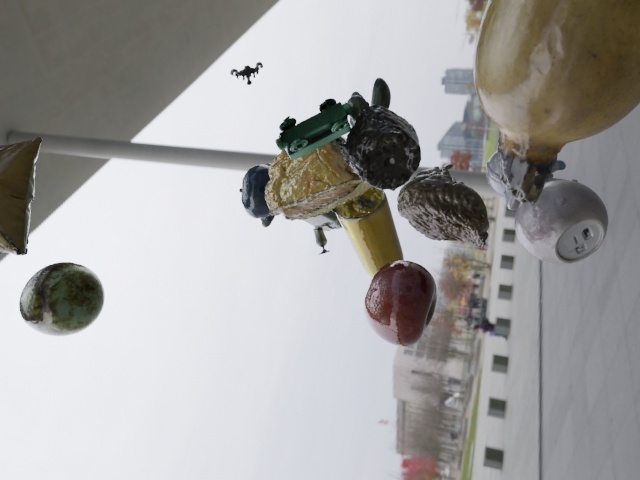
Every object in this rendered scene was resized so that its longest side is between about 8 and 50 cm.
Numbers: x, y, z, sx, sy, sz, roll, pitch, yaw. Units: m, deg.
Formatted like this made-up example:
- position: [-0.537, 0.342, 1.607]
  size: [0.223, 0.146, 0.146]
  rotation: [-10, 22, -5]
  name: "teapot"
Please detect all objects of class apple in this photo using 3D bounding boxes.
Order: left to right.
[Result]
- position: [0.143, 0.110, 0.973]
  size: [0.153, 0.120, 0.153]
  rotation: [-50, -31, -45]
  name: "apple"

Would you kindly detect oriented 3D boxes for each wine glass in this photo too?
- position: [0.000, 0.000, 1.643]
  size: [0.039, 0.042, 0.083]
  rotation: [-156, 49, -78]
  name: "wine glass"

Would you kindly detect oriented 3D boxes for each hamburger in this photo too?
- position: [-0.003, -0.197, 1.449]
  size: [0.162, 0.330, 0.208]
  rotation: [5, -109, -49]
  name: "hamburger"

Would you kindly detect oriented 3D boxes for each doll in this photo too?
- position: [-0.189, -0.159, 1.843]
  size: [0.258, 0.154, 0.228]
  rotation: [5, -90, -66]
  name: "doll"
- position: [0.385, -0.081, 0.965]
  size: [0.287, 0.151, 0.150]
  rotation: [-106, 8, -51]
  name: "doll"

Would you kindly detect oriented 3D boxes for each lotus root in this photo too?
- position: [0.243, -0.185, 0.536]
  size: [0.183, 0.183, 0.309]
  rotation: [-48, -23, -63]
  name: "lotus root"

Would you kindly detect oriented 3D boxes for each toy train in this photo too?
- position: [-0.012, -0.228, 1.112]
  size: [0.070, 0.172, 0.099]
  rotation: [62, 176, 13]
  name: "toy train"

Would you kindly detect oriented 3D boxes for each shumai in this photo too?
- position: [0.313, -0.109, 1.311]
  size: [0.185, 0.218, 0.184]
  rotation: [-65, -26, -26]
  name: "shumai"

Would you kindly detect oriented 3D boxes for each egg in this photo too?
- position: [-0.844, 0.193, 1.748]
  size: [0.238, 0.290, 0.238]
  rotation: [39, -137, -50]
  name: "egg"

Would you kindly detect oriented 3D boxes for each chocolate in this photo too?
- position: [0.171, 0.024, 1.663]
  size: [0.445, 0.162, 0.162]
  rotation: [65, -146, -42]
  name: "chocolate"

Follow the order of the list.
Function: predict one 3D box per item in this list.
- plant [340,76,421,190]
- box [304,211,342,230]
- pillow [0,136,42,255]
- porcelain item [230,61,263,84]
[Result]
- position: [0.114, -0.230, 1.147]
  size: [0.149, 0.146, 0.274]
  rotation: [32, -149, -32]
  name: "plant"
- position: [0.027, -0.122, 2.144]
  size: [0.210, 0.129, 0.147]
  rotation: [-10, 58, 61]
  name: "box"
- position: [-0.831, -0.099, 1.323]
  size: [0.119, 0.310, 0.312]
  rotation: [39, -132, -65]
  name: "pillow"
- position: [-0.274, -0.622, 2.031]
  size: [0.136, 0.021, 0.075]
  rotation: [-26, -51, -27]
  name: "porcelain item"
